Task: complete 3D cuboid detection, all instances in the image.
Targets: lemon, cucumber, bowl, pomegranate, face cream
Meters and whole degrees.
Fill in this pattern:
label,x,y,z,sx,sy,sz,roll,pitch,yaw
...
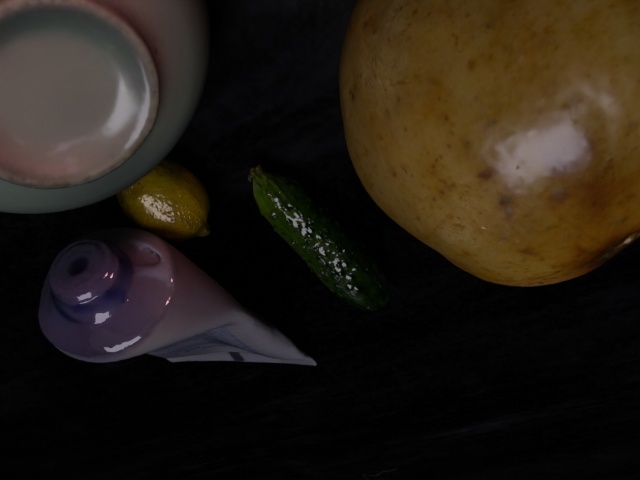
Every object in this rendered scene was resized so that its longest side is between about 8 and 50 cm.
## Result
label,x,y,z,sx,sy,sz,roll,pitch,yaw
lemon,-0.161,-0.041,0.675,0.110,0.082,0.082,38,131,-26
cucumber,0.000,0.000,0.703,0.069,0.069,0.227,-25,124,32
bowl,-0.196,-0.126,0.445,0.289,0.146,0.289,-17,132,-20
pomegranate,0.140,-0.105,0.435,0.260,0.260,0.260,5,137,5
face cream,-0.169,0.107,0.767,0.234,0.137,0.420,-3,157,14
